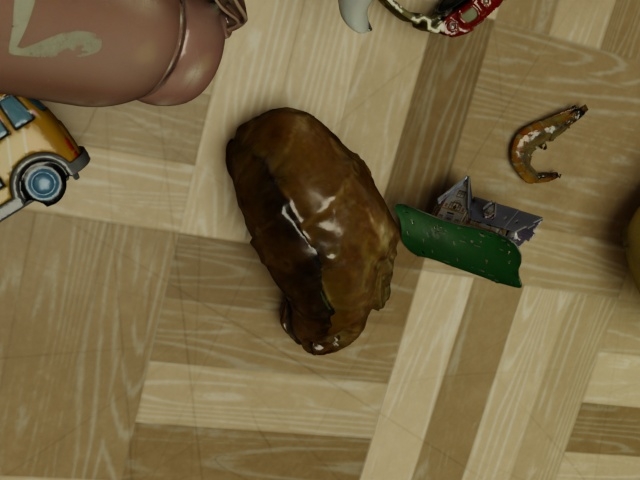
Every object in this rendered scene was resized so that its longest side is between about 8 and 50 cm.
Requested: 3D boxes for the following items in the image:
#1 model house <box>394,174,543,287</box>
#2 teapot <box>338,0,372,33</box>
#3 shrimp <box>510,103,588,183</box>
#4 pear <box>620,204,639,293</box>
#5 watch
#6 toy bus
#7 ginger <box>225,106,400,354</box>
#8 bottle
[{"bbox_3d":[0.191,-0.023,1.227,0.088,0.167,0.117,-59,150,-25],"label":"model house"},{"bbox_3d":[-0.039,-0.403,0.958,0.424,0.280,0.252,55,41,-10],"label":"teapot"},{"bbox_3d":[0.308,-0.129,1.294,0.127,0.025,0.091,-37,117,-1],"label":"shrimp"},{"bbox_3d":[0.573,0.021,1.305,0.309,0.309,0.309,-7,110,-19],"label":"pear"},{"bbox_3d":[0.103,-0.352,1.107,0.268,0.102,0.165,37,94,-20],"label":"watch"},{"bbox_3d":[-0.354,-0.073,0.999,0.209,0.126,0.136,-34,108,-7],"label":"toy bus"},{"bbox_3d":[0.000,0.000,1.141,0.165,0.172,0.321,-41,125,-47],"label":"ginger"},{"bbox_3d":[-0.224,-0.220,0.932,0.297,0.173,0.206,7,149,-43],"label":"bottle"}]
